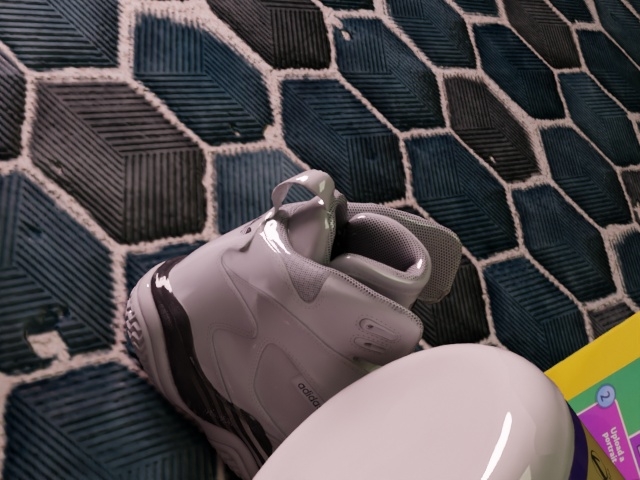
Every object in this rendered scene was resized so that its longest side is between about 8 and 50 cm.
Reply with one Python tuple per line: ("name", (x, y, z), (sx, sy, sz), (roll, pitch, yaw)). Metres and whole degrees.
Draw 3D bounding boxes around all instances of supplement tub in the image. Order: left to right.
("supplement tub", (0.119, 0.253, 0.733), (0.331, 0.241, 0.241), (51, 33, -19))

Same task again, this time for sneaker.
("sneaker", (0.044, 0.117, 0.877), (0.366, 0.210, 0.137), (46, 35, -7))

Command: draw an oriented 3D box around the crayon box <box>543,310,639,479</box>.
("crayon box", (0.286, 0.243, 0.940), (0.106, 0.313, 0.363), (20, 45, -36))
